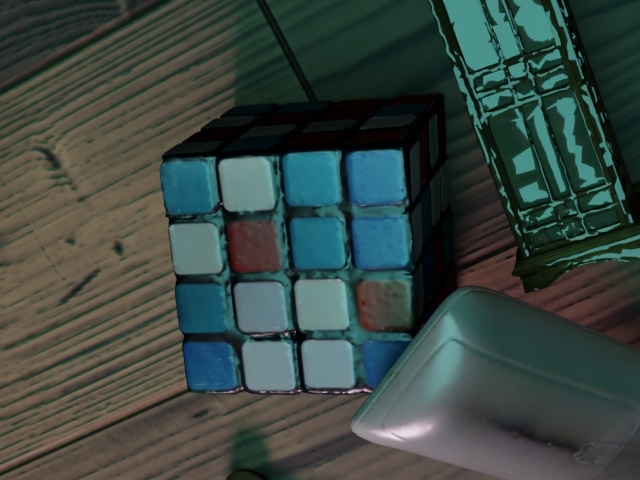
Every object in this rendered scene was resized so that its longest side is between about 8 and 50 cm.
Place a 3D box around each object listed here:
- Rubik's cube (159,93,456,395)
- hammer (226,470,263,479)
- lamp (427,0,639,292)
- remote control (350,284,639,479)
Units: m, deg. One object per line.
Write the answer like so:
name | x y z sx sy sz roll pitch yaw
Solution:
Rubik's cube | 0.000 0.000 0.857 0.151 0.155 0.154 -2 105 13
hammer | 0.022 0.219 0.989 0.195 0.028 0.060 14 114 7
lamp | 0.110 -0.137 0.827 0.090 0.089 0.325 -19 101 17
remote control | 0.164 0.116 0.820 0.313 0.055 0.109 21 114 -34
